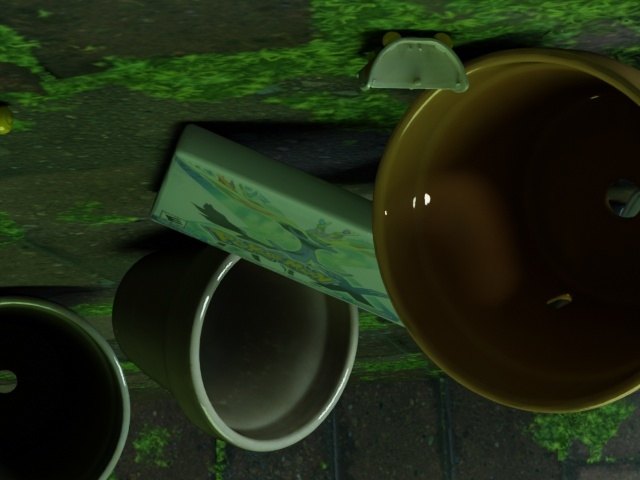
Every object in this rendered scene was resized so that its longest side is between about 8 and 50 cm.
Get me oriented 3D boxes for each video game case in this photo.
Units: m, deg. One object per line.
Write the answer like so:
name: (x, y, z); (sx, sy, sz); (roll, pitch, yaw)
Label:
video game case: (0.000, 0.000, 1.784); (0.329, 0.036, 0.300); (24, 166, -5)

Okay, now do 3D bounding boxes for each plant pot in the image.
plant pot: (-0.121, 0.099, 2.175); (0.263, 0.263, 0.229); (6, -177, -43)
plant pot: (0.215, -0.022, 1.515); (0.291, 0.291, 0.203); (-10, -175, 32)
plant pot: (-0.441, 0.219, 2.590); (0.323, 0.323, 0.280); (-1, -173, -11)

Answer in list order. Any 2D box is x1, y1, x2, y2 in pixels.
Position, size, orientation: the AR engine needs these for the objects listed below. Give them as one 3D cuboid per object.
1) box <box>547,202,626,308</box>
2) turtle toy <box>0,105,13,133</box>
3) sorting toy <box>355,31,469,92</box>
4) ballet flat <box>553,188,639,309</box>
box: (0.307, 0.048, 2.146); (0.270, 0.165, 0.143); (5, 167, -35)
turtle toy: (-0.313, -0.084, 1.502); (0.095, 0.066, 0.130); (-6, 169, 14)
sorting toy: (0.063, -0.135, 1.429); (0.083, 0.045, 0.075); (0, 176, -19)
ballet flat: (0.405, -0.009, 1.969); (0.342, 0.124, 0.116); (-15, -171, 10)
